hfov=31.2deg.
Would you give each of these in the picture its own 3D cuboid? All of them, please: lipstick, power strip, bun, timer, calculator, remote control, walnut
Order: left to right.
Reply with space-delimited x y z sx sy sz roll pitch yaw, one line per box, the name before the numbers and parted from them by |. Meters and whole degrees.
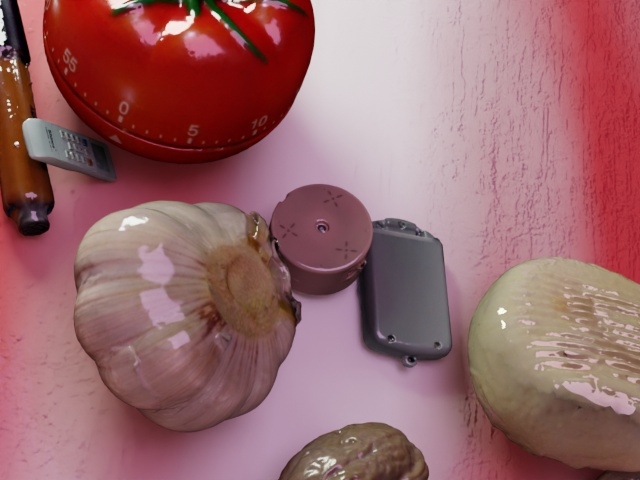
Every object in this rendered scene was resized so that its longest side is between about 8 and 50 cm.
lipstick | -0.431 -0.201 1.590 0.077 0.077 0.418 -4 66 -27
remote control | -0.342 -0.120 1.569 0.162 0.029 0.061 21 49 -60
timer | -0.201 -0.290 1.625 0.378 0.279 0.378 10 58 -17
power strip | 0.000 0.000 1.658 0.154 0.078 0.154 4 60 -8
walnut | 0.048 0.324 1.463 0.230 0.178 0.178 -28 77 -39
calculator | 0.124 0.075 1.710 0.141 0.045 0.246 9 59 -21
bun | 0.380 0.196 1.664 0.361 0.213 0.361 13 42 -12

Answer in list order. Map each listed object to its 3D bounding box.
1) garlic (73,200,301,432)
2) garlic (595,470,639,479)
garlic | -0.173 0.092 1.443 0.322 0.241 0.322 21 42 -20
garlic | 0.446 0.366 1.681 0.152 0.066 0.084 7 62 -24
